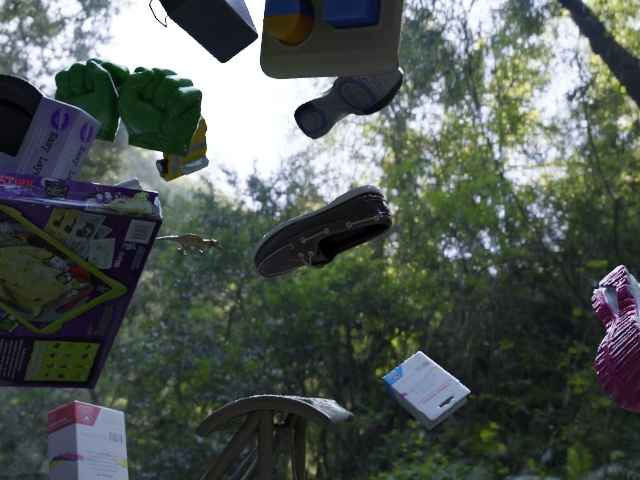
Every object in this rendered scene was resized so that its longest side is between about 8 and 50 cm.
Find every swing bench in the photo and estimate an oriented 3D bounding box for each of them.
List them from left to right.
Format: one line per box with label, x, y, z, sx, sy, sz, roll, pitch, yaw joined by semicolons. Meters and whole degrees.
swing bench;-0.079;0.317;1.011;0.165;0.254;0.253;17;-10;13

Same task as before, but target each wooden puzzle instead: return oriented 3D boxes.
wooden puzzle;0.009;-0.488;1.447;0.322;0.347;0.081;6;5;35

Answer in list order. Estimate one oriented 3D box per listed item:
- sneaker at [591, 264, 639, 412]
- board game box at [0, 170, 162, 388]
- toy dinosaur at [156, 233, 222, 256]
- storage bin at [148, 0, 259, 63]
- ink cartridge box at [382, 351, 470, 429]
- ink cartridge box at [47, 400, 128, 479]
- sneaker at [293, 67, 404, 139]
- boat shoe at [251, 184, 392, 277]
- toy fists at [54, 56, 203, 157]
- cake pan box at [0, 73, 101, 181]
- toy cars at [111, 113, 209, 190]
sneaker;0.487;0.152;1.150;0.111;0.252;0.103;25;-43;-9
board game box;-0.325;0.061;0.866;0.208;0.056;0.346;4;-41;-29
toy dinosaur;-0.351;0.002;2.016;0.183;0.053;0.092;6;-25;-10
storage bin;-0.133;-0.256;0.830;0.098;0.091;0.135;-33;-29;13
ink cartridge box;0.223;0.314;1.566;0.181;0.104;0.061;35;-25;57
ink cartridge box;-0.371;0.370;1.227;0.067;0.198;0.115;-26;-33;21
sneaker;0.068;-0.329;1.698;0.297;0.129;0.111;-16;-66;44
boat shoe;0.000;0.000;1.624;0.325;0.096;0.116;-28;-35;12
toy fists;-0.332;-0.236;1.303;0.279;0.142;0.096;12;1;19
cake pan box;-0.484;-0.110;1.130;0.246;0.266;0.070;22;-6;12
toy cars;-0.359;-0.115;1.672;0.394;0.087;0.176;-44;-20;15
